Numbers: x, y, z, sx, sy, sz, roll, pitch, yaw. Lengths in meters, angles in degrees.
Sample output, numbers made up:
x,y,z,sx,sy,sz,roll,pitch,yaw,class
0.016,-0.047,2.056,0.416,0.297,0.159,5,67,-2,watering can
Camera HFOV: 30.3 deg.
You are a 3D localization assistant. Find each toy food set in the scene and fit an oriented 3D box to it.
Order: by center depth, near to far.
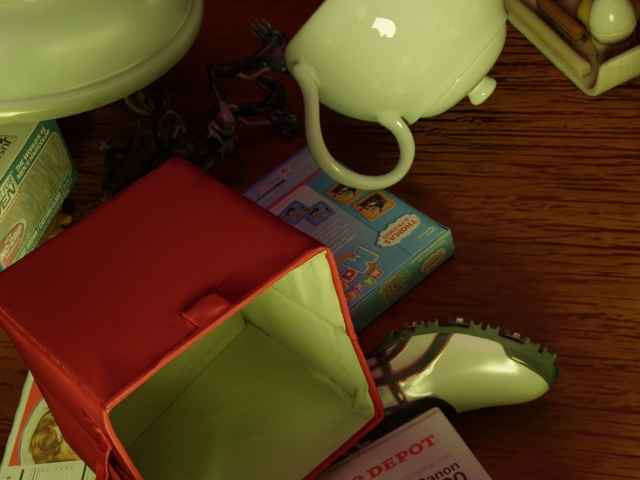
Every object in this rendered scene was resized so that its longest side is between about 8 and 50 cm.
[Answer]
x,y,z,sx,sy,sz,roll,pitch,yaw,class
0.322,-0.295,1.295,0.219,0.092,0.306,-25,45,-6,toy food set

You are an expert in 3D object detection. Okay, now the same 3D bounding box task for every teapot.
x,y,z,sx,sy,sz,roll,pitch,yaw,class
0.096,-0.202,1.189,0.256,0.187,0.252,-45,6,24,teapot

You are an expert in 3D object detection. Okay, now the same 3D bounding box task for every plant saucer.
x,y,z,sx,sy,sz,roll,pitch,yaw,class
-0.319,-0.272,1.206,0.400,0.101,0.401,2,41,-2,plant saucer

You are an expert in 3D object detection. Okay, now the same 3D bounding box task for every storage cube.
x,y,z,sx,sy,sz,roll,pitch,yaw,class
-0.101,0.084,0.865,0.215,0.184,0.193,-36,42,-21,storage cube

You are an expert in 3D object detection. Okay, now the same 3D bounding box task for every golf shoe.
x,y,z,sx,sy,sz,roll,pitch,yaw,class
0.063,0.133,0.977,0.272,0.105,0.120,-4,60,24,golf shoe

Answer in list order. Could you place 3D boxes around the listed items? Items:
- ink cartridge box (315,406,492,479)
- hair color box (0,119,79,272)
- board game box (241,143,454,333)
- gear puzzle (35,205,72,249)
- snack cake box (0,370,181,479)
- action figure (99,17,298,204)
x,y,z,sx,sy,sz,roll,pitch,yaw,class
0.078,0.249,0.848,0.158,0.092,0.218,-28,43,-9,ink cartridge box
-0.455,-0.055,1.257,0.347,0.105,0.174,3,46,19,hair color box
0.000,0.000,1.154,0.160,0.039,0.211,-38,46,-19,board game box
-0.432,0.015,1.290,0.338,0.044,0.175,-14,43,2,gear puzzle
-0.179,0.187,0.997,0.152,0.089,0.264,-7,45,14,snack cake box
-0.147,-0.119,1.243,0.141,0.164,0.275,35,55,29,action figure
